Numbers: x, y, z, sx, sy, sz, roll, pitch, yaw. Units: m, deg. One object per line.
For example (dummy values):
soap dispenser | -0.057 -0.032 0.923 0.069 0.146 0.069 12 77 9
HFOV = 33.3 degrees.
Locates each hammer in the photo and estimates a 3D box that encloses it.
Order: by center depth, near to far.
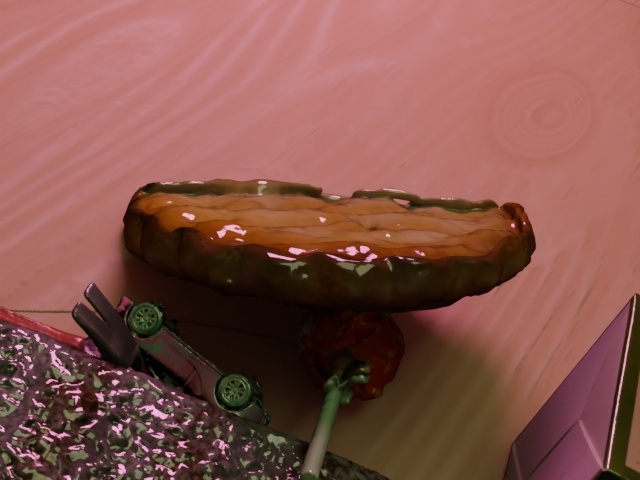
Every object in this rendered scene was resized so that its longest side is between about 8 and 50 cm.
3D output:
hammer | -0.255 0.043 0.733 0.288 0.111 0.033 20 41 6

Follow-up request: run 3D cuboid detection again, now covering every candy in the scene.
candy | 0.008 0.101 0.733 0.084 0.078 0.287 25 14 3

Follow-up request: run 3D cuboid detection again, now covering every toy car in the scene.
toy car | -0.097 0.094 0.775 0.142 0.069 0.055 37 81 12

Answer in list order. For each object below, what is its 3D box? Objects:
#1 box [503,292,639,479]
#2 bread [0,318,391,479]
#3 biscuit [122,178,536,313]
box | 0.224 0.181 0.745 0.148 0.195 0.177 28 40 1
bread | -0.148 0.156 0.645 0.417 0.113 0.165 23 43 -6
biscuit | 0.000 0.000 0.843 0.335 0.078 0.329 9 11 26
